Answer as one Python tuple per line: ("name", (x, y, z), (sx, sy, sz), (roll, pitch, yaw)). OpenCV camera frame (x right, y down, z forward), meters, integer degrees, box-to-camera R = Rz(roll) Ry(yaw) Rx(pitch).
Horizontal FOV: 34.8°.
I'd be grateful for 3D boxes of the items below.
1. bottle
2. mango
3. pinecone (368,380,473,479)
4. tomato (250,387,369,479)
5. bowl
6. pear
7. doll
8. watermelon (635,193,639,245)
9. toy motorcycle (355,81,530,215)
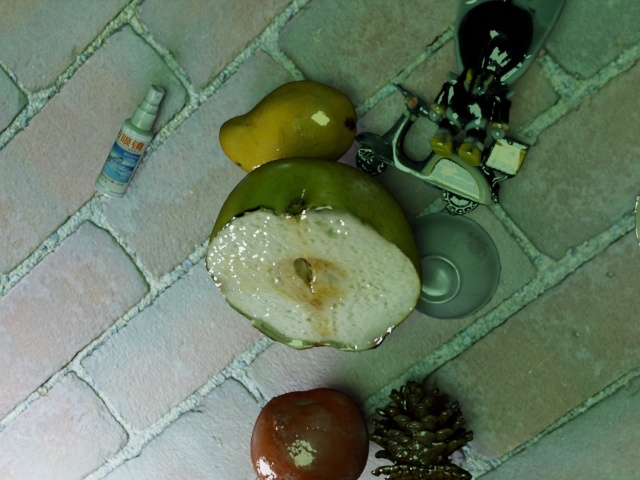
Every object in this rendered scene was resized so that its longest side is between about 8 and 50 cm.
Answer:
("bottle", (-0.330, -0.176, 1.803), (0.060, 0.060, 0.217), (33, 110, 7))
("mango", (-0.050, -0.179, 1.681), (0.262, 0.109, 0.157), (-8, 109, 39))
("pinecone", (0.169, 0.334, 1.720), (0.179, 0.150, 0.195), (-9, 101, 20))
("tomato", (-0.017, 0.357, 1.759), (0.208, 0.208, 0.184), (-3, 104, 19))
("bowl", (0.195, 0.054, 1.675), (0.189, 0.086, 0.189), (5, 105, 18))
("pear", (0.000, 0.000, 1.634), (0.340, 0.191, 0.386), (4, 144, 9))
("doll", (0.260, -0.271, 1.537), (0.145, 0.103, 0.316), (21, 89, 48))
("watermelon", (0.546, -0.018, 1.537), (0.135, 0.094, 0.125), (-11, 92, 16))
("toy motorcycle", (0.183, -0.138, 1.630), (0.263, 0.091, 0.157), (24, 102, 9))
